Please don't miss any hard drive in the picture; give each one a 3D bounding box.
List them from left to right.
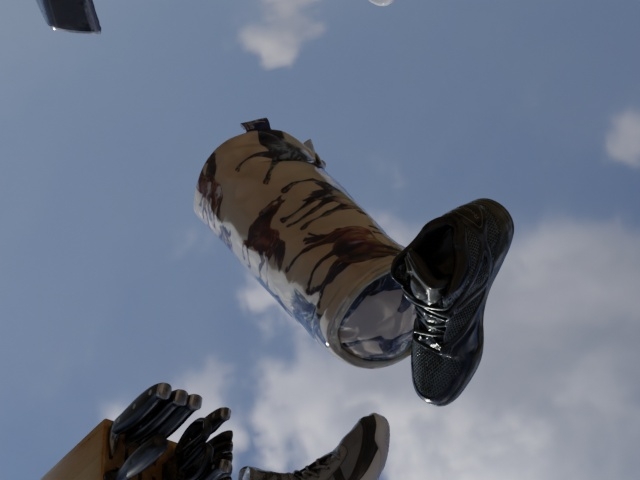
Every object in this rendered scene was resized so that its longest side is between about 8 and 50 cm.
[{"bbox_3d":[-0.271,-0.319,1.380,0.054,0.172,0.254,-19,-130,-8],"label":"hard drive"}]

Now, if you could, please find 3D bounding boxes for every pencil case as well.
[{"bbox_3d":[0.000,0.000,1.817,0.183,0.160,0.410,-37,-139,-8],"label":"pencil case"}]

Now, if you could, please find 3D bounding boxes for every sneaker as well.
[{"bbox_3d":[-0.022,0.333,2.048,0.268,0.153,0.101,-57,-164,-3],"label":"sneaker"},{"bbox_3d":[0.116,0.071,1.509,0.087,0.227,0.130,31,-153,33],"label":"sneaker"}]

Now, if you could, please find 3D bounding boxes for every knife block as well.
[{"bbox_3d":[-0.215,0.242,1.495,0.276,0.242,0.088,-7,-132,5],"label":"knife block"}]

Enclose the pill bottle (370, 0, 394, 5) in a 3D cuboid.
[{"bbox_3d":[0.073,-0.240,1.292,0.043,0.043,0.083,9,-143,46],"label":"pill bottle"}]
